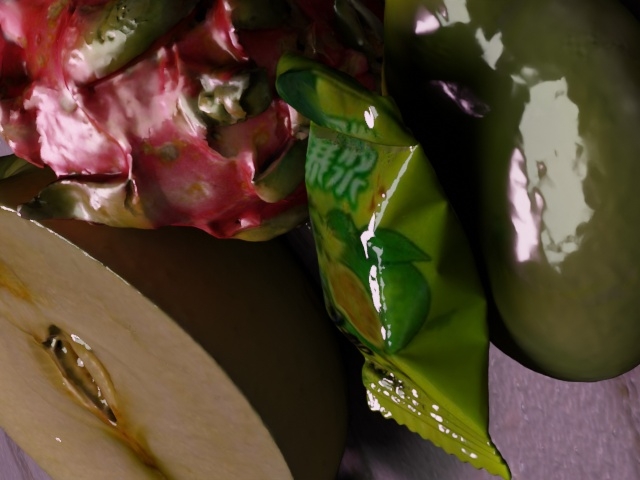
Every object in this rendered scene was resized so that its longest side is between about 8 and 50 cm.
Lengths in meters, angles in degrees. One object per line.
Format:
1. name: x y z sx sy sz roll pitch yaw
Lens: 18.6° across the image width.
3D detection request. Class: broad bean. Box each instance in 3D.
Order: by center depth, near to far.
1. broad bean: 0.121 -0.055 1.113 0.238 0.119 0.291 14 122 58

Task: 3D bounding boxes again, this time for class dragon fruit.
1. dragon fruit: -0.094 -0.123 1.303 0.303 0.231 0.237 24 107 40

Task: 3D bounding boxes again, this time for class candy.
1. candy: 0.043 0.010 1.119 0.149 0.069 0.246 29 134 61

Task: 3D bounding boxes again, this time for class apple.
1. apple: -0.161 0.079 1.492 0.360 0.320 0.311 55 -168 -20

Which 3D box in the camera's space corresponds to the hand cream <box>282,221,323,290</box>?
1. hand cream: 0.000 0.000 1.452 0.209 0.043 0.067 56 153 9
